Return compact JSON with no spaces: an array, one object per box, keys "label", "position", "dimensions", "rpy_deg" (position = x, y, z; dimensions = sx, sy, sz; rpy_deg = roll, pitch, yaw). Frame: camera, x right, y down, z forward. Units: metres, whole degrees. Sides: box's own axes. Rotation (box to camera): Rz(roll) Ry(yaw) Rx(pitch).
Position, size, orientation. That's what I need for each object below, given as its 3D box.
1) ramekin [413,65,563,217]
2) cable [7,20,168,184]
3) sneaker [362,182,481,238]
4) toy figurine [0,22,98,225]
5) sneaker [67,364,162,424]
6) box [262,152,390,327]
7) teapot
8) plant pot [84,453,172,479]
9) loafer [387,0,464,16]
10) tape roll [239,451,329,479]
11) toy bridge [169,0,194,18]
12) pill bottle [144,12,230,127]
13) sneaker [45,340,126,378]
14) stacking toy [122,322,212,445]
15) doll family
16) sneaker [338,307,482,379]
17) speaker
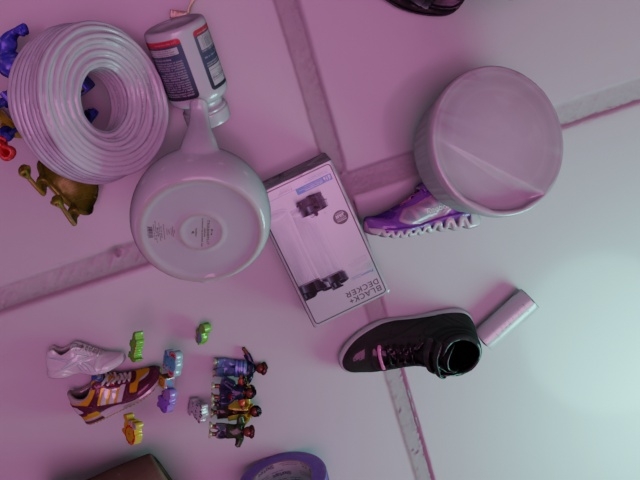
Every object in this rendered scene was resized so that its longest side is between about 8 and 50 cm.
[{"label":"ramekin","position":[0.295,-0.170,1.300],"dimensions":[0.272,0.127,0.273],"rpy_deg":[2,84,-18]},{"label":"cable","position":[-0.362,-0.218,1.132],"dimensions":[0.089,0.257,0.257],"rpy_deg":[0,118,35]},{"label":"sneaker","position":[0.193,-0.064,1.374],"dimensions":[0.236,0.095,0.105],"rpy_deg":[-9,100,-11]},{"label":"toy figurine","position":[-0.445,-0.230,1.176],"dimensions":[0.217,0.191,0.362],"rpy_deg":[-42,109,-1]},{"label":"sneaker","position":[-0.402,0.285,1.382],"dimensions":[0.185,0.069,0.084],"rpy_deg":[-31,113,-1]},{"label":"box","position":[0.000,0.000,1.357],"dimensions":[0.169,0.087,0.290],"rpy_deg":[-24,108,-2]},{"label":"teapot","position":[-0.205,-0.062,1.228],"dimensions":[0.256,0.187,0.252],"rpy_deg":[-39,122,18]},{"label":"plant pot","position":[-0.390,0.543,1.386],"dimensions":[0.229,0.263,0.263],"rpy_deg":[-35,109,-17]},{"label":"loafer","position":[0.128,-0.483,1.237],"dimensions":[0.302,0.095,0.109],"rpy_deg":[25,100,-15]},{"label":"tape roll","position":[-0.071,0.518,1.438],"dimensions":[0.189,0.189,0.080],"rpy_deg":[-14,106,-5]},{"label":"toy bridge","position":[-0.224,-0.470,1.221],"dimensions":[0.063,0.026,0.188],"rpy_deg":[3,106,-11]},{"label":"pill bottle","position":[-0.223,-0.287,1.225],"dimensions":[0.108,0.108,0.180],"rpy_deg":[-19,120,-3]},{"label":"sneaker","position":[-0.455,0.226,1.366],"dimensions":[0.152,0.054,0.061],"rpy_deg":[-6,104,-7]},{"label":"stacking toy","position":[-0.288,0.270,1.361],"dimensions":[0.167,0.052,0.221],"rpy_deg":[-5,109,-45]},{"label":"doll family","position":[-0.164,0.315,1.428],"dimensions":[0.111,0.076,0.193],"rpy_deg":[3,102,-5]},{"label":"sneaker","position":[0.185,0.222,1.418],"dimensions":[0.295,0.147,0.105],"rpy_deg":[-15,109,-3]},{"label":"speaker","position":[0.388,0.167,1.483],"dimensions":[0.136,0.055,0.055],"rpy_deg":[-44,107,4]}]
